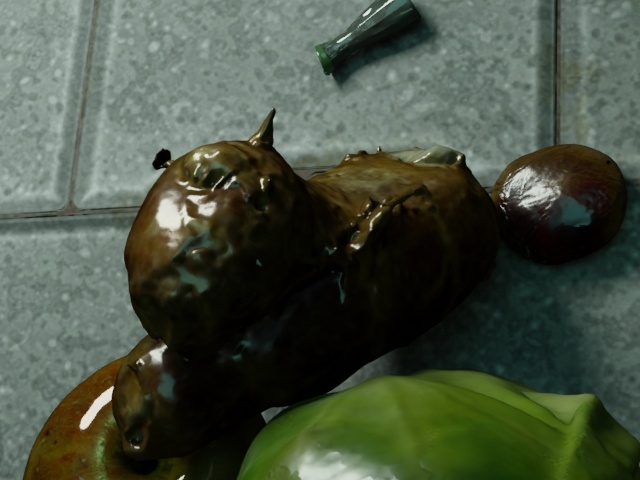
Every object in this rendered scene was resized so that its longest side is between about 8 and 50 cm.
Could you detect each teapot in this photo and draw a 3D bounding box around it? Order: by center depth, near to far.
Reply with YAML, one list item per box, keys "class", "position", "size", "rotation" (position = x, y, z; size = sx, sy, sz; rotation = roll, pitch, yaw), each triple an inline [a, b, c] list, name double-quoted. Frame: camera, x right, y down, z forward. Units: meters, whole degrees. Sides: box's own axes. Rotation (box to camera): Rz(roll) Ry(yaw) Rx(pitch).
- class: "teapot"
  position: [0.044, -0.207, 1.402]
  size: [0.110, 0.043, 0.043]
  rotation: [-33, 63, 6]

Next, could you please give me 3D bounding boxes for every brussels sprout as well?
- class: "brussels sprout"
  position: [0.111, 0.268, 1.005]
  size: [0.342, 0.361, 0.425]
  rotation: [-34, 68, -2]

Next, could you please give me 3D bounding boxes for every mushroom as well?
- class: "mushroom"
  position: [0.214, -0.037, 1.276]
  size: [0.123, 0.052, 0.123]
  rotation: [-8, 64, 16]

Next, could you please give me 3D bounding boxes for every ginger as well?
- class: "ginger"
  position: [0.000, 0.000, 1.153]
  size: [0.418, 0.254, 0.176]
  rotation: [-24, 37, -37]

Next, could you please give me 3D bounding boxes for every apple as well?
- class: "apple"
  position: [-0.148, 0.216, 1.229]
  size: [0.236, 0.207, 0.237]
  rotation: [1, 65, -2]
